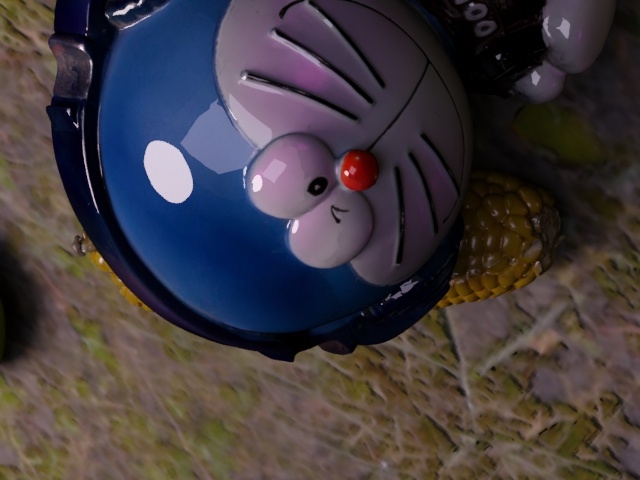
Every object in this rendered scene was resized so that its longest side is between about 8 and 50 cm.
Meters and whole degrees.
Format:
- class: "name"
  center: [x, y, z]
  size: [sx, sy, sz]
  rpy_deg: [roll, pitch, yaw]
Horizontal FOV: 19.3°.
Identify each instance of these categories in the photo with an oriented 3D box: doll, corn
- class: "doll"
  center: [-0.004, -0.088, 1.051]
  size: [0.284, 0.310, 0.240]
  rpy_deg: [42, 162, -28]
- class: "corn"
  center: [0.001, 0.003, 1.199]
  size: [0.313, 0.102, 0.102]
  rpy_deg: [2, 104, 19]

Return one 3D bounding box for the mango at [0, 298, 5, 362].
- class: "mango"
  center: [-0.274, 0.031, 1.326]
  size: [0.091, 0.074, 0.165]
  rpy_deg: [-30, 80, 29]
